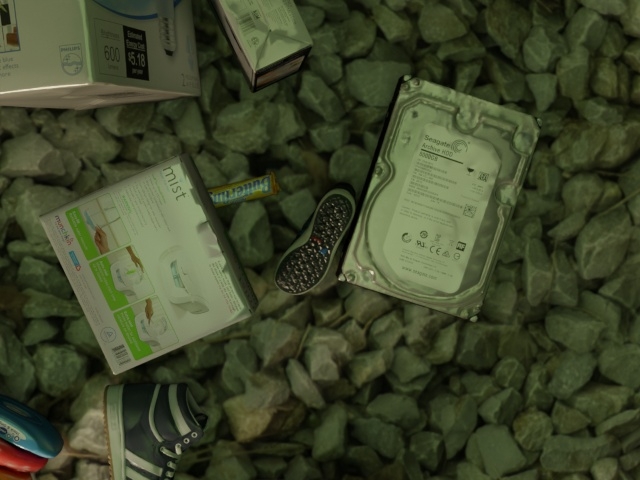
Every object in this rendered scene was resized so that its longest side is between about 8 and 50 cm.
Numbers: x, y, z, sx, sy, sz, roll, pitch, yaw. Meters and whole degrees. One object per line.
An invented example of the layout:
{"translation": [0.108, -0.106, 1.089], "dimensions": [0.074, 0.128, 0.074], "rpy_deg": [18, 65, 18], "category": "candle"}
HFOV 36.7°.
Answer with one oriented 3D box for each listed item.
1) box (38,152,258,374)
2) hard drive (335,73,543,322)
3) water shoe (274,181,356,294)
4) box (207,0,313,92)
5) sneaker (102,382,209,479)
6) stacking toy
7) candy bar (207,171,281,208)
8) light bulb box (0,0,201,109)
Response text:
{"translation": [-0.251, 0.031, 1.452], "dimensions": [0.231, 0.127, 0.262], "rpy_deg": [-25, 96, 3], "category": "box"}
{"translation": [0.185, -0.065, 1.518], "dimensions": [0.237, 0.064, 0.338], "rpy_deg": [18, 92, -6], "category": "hard drive"}
{"translation": [0.000, 0.000, 1.508], "dimensions": [0.073, 0.080, 0.203], "rpy_deg": [34, 117, -3], "category": "water shoe"}
{"translation": [-0.093, -0.312, 1.364], "dimensions": [0.087, 0.290, 0.169], "rpy_deg": [-26, 94, -3], "category": "box"}
{"translation": [-0.243, 0.356, 1.503], "dimensions": [0.153, 0.099, 0.282], "rpy_deg": [-7, 92, -2], "category": "sneaker"}
{"translation": [-0.529, 0.382, 1.430], "dimensions": [0.175, 0.166, 0.301], "rpy_deg": [31, 82, -6], "category": "stacking toy"}
{"translation": [-0.143, -0.072, 1.516], "dimensions": [0.162, 0.018, 0.040], "rpy_deg": [-14, 96, -2], "category": "candy bar"}
{"translation": [-0.338, -0.366, 1.287], "dimensions": [0.225, 0.358, 0.361], "rpy_deg": [-4, 95, 14], "category": "light bulb box"}
